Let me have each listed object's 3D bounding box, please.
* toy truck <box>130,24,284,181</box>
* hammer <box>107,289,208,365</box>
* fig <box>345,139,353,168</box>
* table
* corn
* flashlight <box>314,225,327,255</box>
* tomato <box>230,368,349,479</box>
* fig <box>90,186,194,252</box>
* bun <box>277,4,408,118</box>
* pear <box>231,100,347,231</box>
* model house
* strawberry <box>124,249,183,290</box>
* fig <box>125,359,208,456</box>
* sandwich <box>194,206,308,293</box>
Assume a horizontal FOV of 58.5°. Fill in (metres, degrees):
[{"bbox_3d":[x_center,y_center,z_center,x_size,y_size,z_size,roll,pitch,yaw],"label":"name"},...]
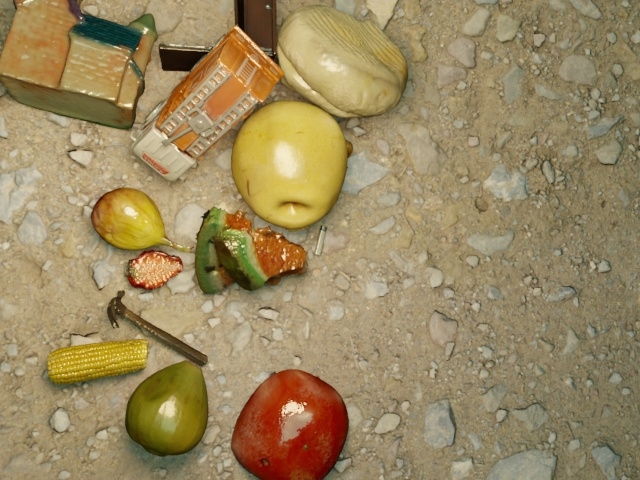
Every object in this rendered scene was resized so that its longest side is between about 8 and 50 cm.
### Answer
[{"bbox_3d":[-0.282,-0.298,1.347,0.387,0.207,0.173,-34,117,31],"label":"toy truck"},{"bbox_3d":[-0.419,0.241,1.489,0.297,0.125,0.027,37,118,-20],"label":"hammer"},{"bbox_3d":[0.068,-0.242,1.610,0.050,0.050,0.083,-8,112,-13],"label":"fig"},{"bbox_3d":[-0.264,-0.571,1.443,0.282,0.196,0.250,-1,92,-13],"label":"table"},{"bbox_3d":[-0.557,0.302,1.442,0.244,0.093,0.093,-8,93,-14],"label":"corn"},{"bbox_3d":[0.000,0.000,1.608,0.018,0.018,0.083,14,87,-12],"label":"flashlight"},{"bbox_3d":[-0.063,0.528,1.543,0.338,0.144,0.338,-1,94,-13],"label":"tomato"},{"bbox_3d":[-0.432,-0.033,1.421,0.257,0.159,0.159,26,85,2],"label":"fig"},{"bbox_3d":[0.042,-0.442,1.469,0.365,0.365,0.219,23,127,-13],"label":"bun"},{"bbox_3d":[-0.077,-0.189,1.436,0.309,0.309,0.309,0,91,-14],"label":"pear"},{"bbox_3d":[-0.562,-0.453,1.362,0.312,0.245,0.280,13,80,-14],"label":"model house"},{"bbox_3d":[-0.436,0.077,1.492,0.152,0.048,0.103,-5,85,-28],"label":"strawberry"},{"bbox_3d":[-0.384,0.419,1.434,0.207,0.207,0.230,-2,73,-14],"label":"fig"},{"bbox_3d":[-0.171,0.057,1.463,0.301,0.162,0.250,3,129,-21],"label":"sandwich"}]
